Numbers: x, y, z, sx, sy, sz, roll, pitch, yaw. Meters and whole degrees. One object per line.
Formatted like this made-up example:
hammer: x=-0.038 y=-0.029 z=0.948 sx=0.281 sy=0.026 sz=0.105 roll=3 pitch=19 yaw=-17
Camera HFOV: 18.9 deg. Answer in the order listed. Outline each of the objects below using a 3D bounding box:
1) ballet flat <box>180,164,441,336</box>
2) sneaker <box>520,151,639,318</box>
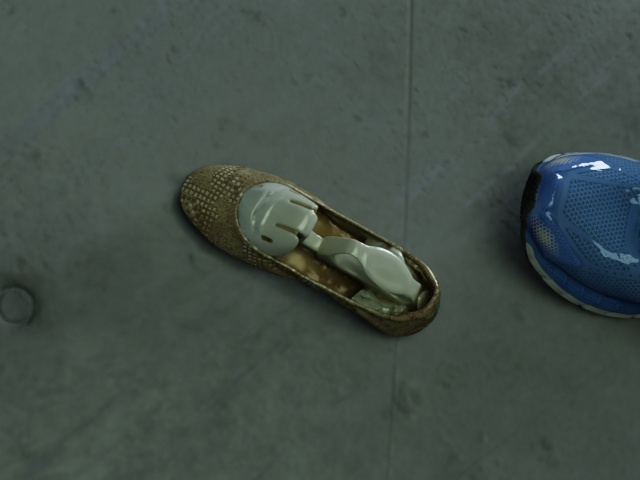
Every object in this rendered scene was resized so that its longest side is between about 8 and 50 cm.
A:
ballet flat: x=0.000 y=0.000 z=1.358 sx=0.206 sy=0.067 sz=0.073 roll=26 pitch=72 yaw=-12
sneaker: x=0.304 y=0.005 z=1.421 sx=0.330 sy=0.147 sz=0.129 roll=17 pitch=74 yaw=-15
